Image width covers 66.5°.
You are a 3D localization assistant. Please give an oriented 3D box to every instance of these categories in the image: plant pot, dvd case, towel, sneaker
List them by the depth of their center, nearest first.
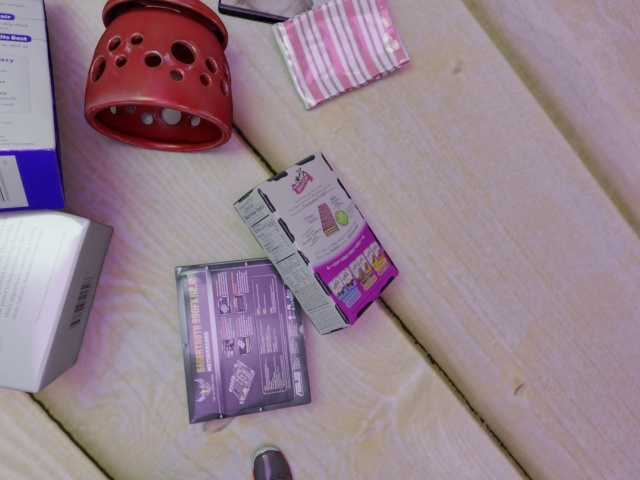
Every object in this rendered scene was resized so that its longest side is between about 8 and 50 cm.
[{"bbox_3d":[-0.213,-0.231,0.673,0.191,0.191,0.173,5,83,-12],"label":"plant pot"},{"bbox_3d":[-0.063,0.394,0.739,0.061,0.065,0.157,-13,91,-13],"label":"sneaker"},{"bbox_3d":[0.035,-0.319,0.795,0.197,0.029,0.144,-26,100,-7],"label":"towel"},{"bbox_3d":[-0.033,-0.440,0.806,0.253,0.022,0.180,6,86,-12],"label":"dvd case"}]

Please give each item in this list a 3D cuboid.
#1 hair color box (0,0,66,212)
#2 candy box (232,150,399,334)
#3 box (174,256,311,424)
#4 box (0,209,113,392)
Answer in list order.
[{"bbox_3d":[-0.417,-0.187,0.572,0.185,0.110,0.338,-7,58,-25],"label":"hair color box"},{"bbox_3d":[0.000,0.000,0.733,0.159,0.071,0.233,-38,97,-46],"label":"candy box"},{"bbox_3d":[-0.117,0.144,0.743,0.183,0.056,0.230,-6,88,-12],"label":"box"},{"bbox_3d":[-0.477,0.035,0.611,0.346,0.168,0.214,16,84,-12],"label":"box"}]
